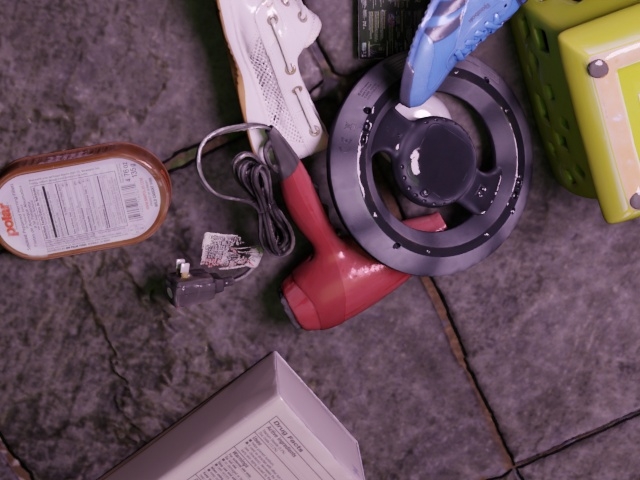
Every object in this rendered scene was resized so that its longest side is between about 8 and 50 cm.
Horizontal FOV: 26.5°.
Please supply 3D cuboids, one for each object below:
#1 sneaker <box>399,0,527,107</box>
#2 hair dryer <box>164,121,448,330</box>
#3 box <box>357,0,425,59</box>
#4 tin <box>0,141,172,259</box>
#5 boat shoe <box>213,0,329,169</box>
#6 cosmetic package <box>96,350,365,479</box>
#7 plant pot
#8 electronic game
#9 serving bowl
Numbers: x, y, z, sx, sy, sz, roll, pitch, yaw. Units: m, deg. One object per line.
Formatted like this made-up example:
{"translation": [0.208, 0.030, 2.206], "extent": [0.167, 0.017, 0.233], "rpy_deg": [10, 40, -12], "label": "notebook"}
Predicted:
{"translation": [0.142, -0.212, 1.271], "extent": [0.082, 0.069, 0.209], "rpy_deg": [26, 93, 5], "label": "sneaker"}
{"translation": [0.000, 0.000, 1.368], "extent": [0.293, 0.080, 0.224], "rpy_deg": [3, 130, -24], "label": "hair dryer"}
{"translation": [0.070, -0.222, 1.348], "extent": [0.067, 0.018, 0.083], "rpy_deg": [-3, 112, -3], "label": "box"}
{"translation": [-0.247, -0.040, 1.387], "extent": [0.189, 0.040, 0.106], "rpy_deg": [-11, 108, 0], "label": "tin"}
{"translation": [-0.047, -0.204, 1.308], "extent": [0.096, 0.098, 0.277], "rpy_deg": [-13, 121, 0], "label": "boat shoe"}
{"translation": [-0.120, 0.282, 1.483], "extent": [0.309, 0.113, 0.160], "rpy_deg": [-36, 110, 9], "label": "cosmetic package"}
{"translation": [0.323, -0.155, 1.294], "extent": [0.228, 0.207, 0.227], "rpy_deg": [-18, 112, 4], "label": "plant pot"}
{"translation": [0.112, -0.078, 1.353], "extent": [0.229, 0.048, 0.229], "rpy_deg": [-2, 95, -23], "label": "electronic game"}
{"translation": [0.096, -0.110, 1.390], "extent": [0.083, 0.027, 0.083], "rpy_deg": [-1, 111, -4], "label": "serving bowl"}
